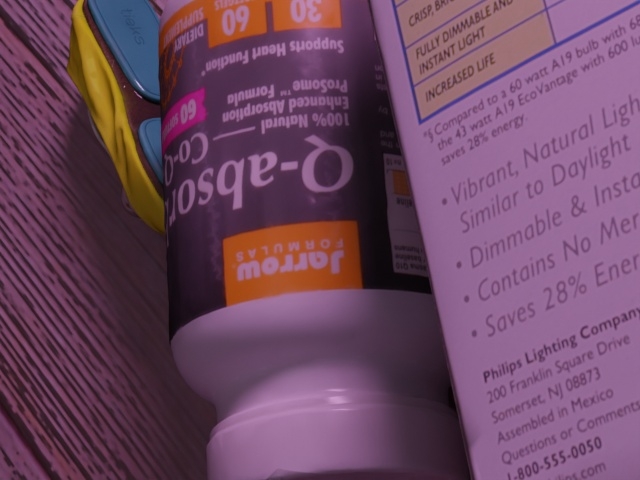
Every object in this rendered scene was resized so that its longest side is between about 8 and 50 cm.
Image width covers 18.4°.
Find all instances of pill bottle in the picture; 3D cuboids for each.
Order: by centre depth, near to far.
[{"bbox_3d":[0.000,0.000,1.031,0.162,0.162,0.278,-18,66,33],"label":"pill bottle"}]

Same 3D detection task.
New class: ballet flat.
[{"bbox_3d":[-0.100,-0.059,1.194,0.077,0.077,0.231,-59,44,36],"label":"ballet flat"}]

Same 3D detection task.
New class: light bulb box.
[{"bbox_3d":[0.232,-0.077,0.832,0.358,0.225,0.361,-26,61,30],"label":"light bulb box"}]
